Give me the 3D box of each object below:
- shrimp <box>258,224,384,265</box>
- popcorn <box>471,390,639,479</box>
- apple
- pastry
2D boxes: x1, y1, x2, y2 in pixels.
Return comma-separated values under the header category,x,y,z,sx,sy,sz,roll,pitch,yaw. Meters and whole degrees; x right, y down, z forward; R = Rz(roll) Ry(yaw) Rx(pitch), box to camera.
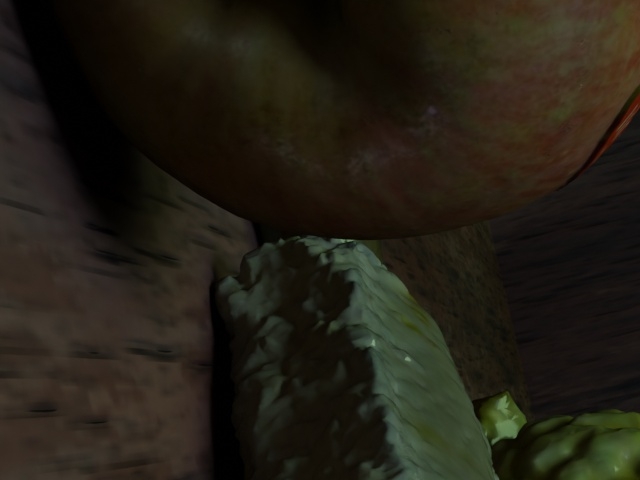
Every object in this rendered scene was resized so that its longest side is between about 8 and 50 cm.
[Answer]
category,x,y,z,sx,sy,sz,roll,pitch,yaw
shrimp,0.002,-0.001,0.848,0.115,0.051,0.217,-38,112,-83
popcorn,0.149,0.197,1.015,0.237,0.206,0.251,51,9,-48
apple,0.013,-0.100,0.553,0.164,0.209,0.209,-51,131,-54
pastry,0.013,0.092,0.628,0.121,0.089,0.258,44,16,-20
